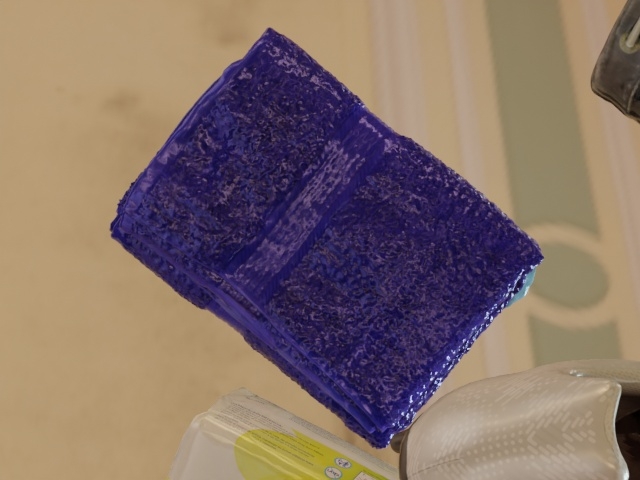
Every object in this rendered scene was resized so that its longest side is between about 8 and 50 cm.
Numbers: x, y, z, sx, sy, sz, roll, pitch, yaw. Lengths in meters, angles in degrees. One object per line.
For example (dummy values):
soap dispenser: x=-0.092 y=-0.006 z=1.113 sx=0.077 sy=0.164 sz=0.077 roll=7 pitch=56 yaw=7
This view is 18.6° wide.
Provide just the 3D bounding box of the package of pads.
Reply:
package of pads: x=-0.034 y=0.284 z=1.467 sx=0.229 sy=0.296 sz=0.101 roll=26 pitch=-163 yaw=15

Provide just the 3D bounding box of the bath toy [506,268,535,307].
bath toy: x=0.080 y=-0.001 z=1.957 sx=0.129 sy=0.151 sz=0.348 roll=29 pitch=-174 yaw=37

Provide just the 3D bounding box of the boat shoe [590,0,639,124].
boat shoe: x=0.233 y=-0.204 z=0.999 sx=0.119 sy=0.335 sz=0.121 roll=25 pitch=-173 yaw=18

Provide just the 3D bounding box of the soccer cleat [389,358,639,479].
soccer cleat: x=0.178 y=0.123 z=0.957 sx=0.331 sy=0.143 sz=0.116 roll=10 pitch=-116 yaw=-49

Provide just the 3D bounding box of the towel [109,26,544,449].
towel: x=0.000 y=0.000 z=1.615 sx=0.308 sy=0.227 sz=0.076 roll=39 pitch=-170 yaw=5
